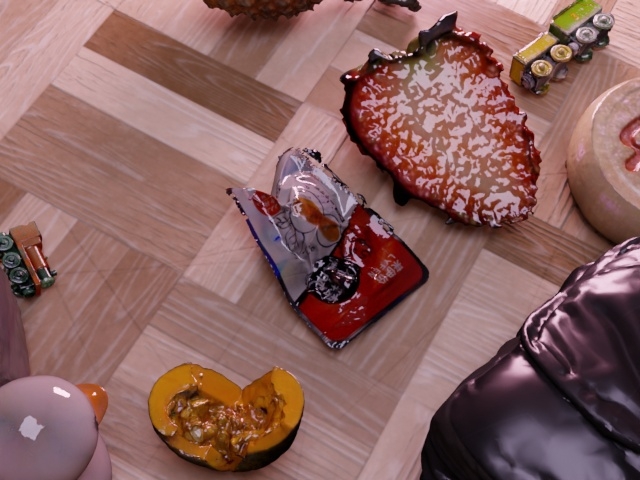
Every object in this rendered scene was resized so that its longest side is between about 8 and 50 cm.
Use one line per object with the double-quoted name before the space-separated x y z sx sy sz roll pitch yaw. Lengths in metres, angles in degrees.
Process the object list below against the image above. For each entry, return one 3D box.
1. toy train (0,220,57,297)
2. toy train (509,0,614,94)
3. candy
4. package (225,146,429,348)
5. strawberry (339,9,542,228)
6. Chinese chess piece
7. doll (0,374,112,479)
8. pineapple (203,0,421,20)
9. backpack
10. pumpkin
"toy train" -0.387 0.028 1.414 0.064 0.044 0.103 -19 64 -26
"toy train" 0.368 -0.299 1.651 0.202 0.060 0.081 -37 63 -22
"candy" -0.432 0.106 1.281 0.137 0.195 0.185 -10 66 -8
"package" 0.000 0.000 1.454 0.194 0.071 0.269 -38 83 -20
"strawberry" 0.172 -0.144 1.527 0.233 0.138 0.306 -28 92 1
"Chinese chess piece" 0.485 -0.105 1.524 0.270 0.112 0.270 2 62 -4
"doll" -0.336 0.253 1.197 0.251 0.221 0.221 -37 70 -22
"pineapple" -0.012 -0.404 1.632 0.361 0.175 0.175 7 60 -18
"backpack" 0.323 0.218 1.235 0.445 0.255 0.363 -28 50 -22
"pumpkin" -0.109 0.218 1.295 0.183 0.108 0.119 6 53 7
